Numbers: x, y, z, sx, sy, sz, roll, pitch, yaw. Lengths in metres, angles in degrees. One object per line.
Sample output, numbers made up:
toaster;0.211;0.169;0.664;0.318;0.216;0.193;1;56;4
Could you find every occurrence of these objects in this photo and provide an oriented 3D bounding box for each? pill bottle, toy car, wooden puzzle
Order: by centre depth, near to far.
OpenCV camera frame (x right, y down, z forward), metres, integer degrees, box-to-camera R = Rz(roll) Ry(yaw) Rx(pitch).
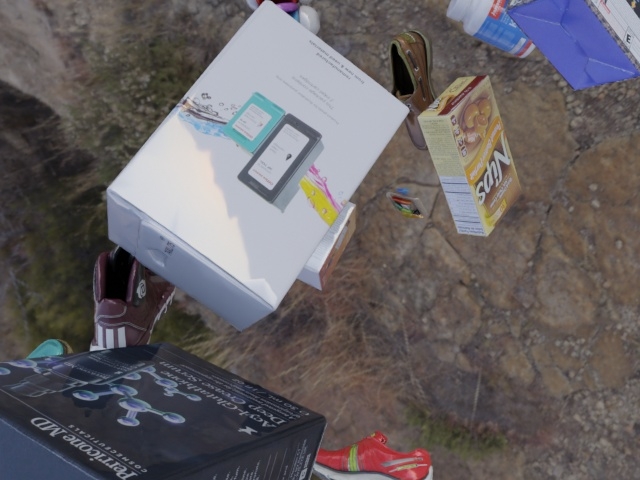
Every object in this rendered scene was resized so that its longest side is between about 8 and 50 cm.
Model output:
wooden puzzle;0.175;-0.071;1.387;0.078;0.014;0.116;10;157;39
toy car;-0.093;-0.522;1.533;0.159;0.136;0.182;-6;96;14
pill bottle;0.428;-0.547;1.680;0.221;0.124;0.124;21;136;-8

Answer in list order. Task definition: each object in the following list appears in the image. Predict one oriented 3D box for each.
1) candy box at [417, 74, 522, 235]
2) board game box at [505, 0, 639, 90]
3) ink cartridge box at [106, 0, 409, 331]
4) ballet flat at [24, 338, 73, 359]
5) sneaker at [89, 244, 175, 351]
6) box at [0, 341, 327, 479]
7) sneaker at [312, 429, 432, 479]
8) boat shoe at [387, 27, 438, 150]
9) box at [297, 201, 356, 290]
candy box;0.345;-0.189;1.554;0.087;0.183;0.316;7;132;46
board game box;0.486;-0.456;1.195;0.232;0.291;0.141;36;160;-29
ink cartridge box;-0.077;-0.070;0.763;0.197;0.270;0.198;36;160;-6
ballet flat;-0.671;0.358;1.473;0.123;0.348;0.123;36;152;23
sneaker;-0.286;0.052;1.066;0.106;0.281;0.162;3;120;-6
box;-0.226;0.279;0.812;0.293;0.395;0.212;19;95;26
sneaker;0.084;0.419;1.307;0.279;0.118;0.107;3;148;29
boat shoe;0.221;-0.359;1.694;0.110;0.104;0.307;11;123;47
box;0.000;0.000;1.473;0.091;0.170;0.130;25;163;12
